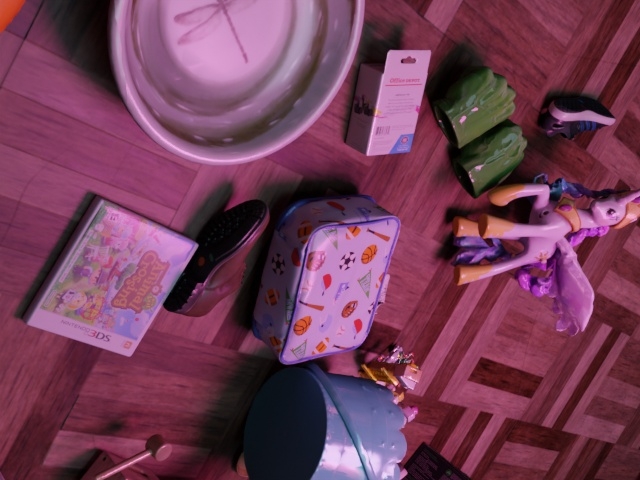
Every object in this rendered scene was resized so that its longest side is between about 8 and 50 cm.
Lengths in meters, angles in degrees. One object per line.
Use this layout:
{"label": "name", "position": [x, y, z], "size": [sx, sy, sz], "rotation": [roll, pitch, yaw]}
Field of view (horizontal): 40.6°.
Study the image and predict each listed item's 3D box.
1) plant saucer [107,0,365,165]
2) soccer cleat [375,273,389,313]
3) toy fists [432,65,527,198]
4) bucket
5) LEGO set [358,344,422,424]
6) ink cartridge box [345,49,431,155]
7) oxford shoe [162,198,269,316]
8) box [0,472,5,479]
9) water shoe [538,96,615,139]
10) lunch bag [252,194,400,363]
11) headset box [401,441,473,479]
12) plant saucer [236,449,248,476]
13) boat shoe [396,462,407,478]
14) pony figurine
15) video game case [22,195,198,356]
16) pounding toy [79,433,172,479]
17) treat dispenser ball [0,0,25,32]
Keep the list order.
{"label": "plant saucer", "position": [-0.120, -0.304, 1.184], "size": [0.400, 0.100, 0.401], "rotation": [-21, 127, -30]}
{"label": "soccer cleat", "position": [0.117, 0.105, 1.692], "size": [0.029, 0.035, 0.083], "rotation": [26, 97, -46]}
{"label": "toy fists", "position": [0.304, -0.209, 1.624], "size": [0.142, 0.096, 0.279], "rotation": [-33, 136, -4]}
{"label": "bucket", "position": [0.001, 0.364, 1.585], "size": [0.183, 0.281, 0.281], "rotation": [20, 101, -38]}
{"label": "LEGO set", "position": [0.161, 0.267, 1.762], "size": [0.107, 0.132, 0.287], "rotation": [-42, 158, -22]}
{"label": "ink cartridge box", "position": [0.114, -0.240, 1.457], "size": [0.104, 0.061, 0.181], "rotation": [-9, 121, -38]}
{"label": "oxford shoe", "position": [-0.153, 0.029, 1.382], "size": [0.227, 0.083, 0.096], "rotation": [-48, 140, 10]}
{"label": "box", "position": [-0.494, 0.426, 1.285], "size": [0.091, 0.130, 0.171], "rotation": [-24, 128, -28]}
{"label": "water shoe", "position": [0.539, -0.257, 1.831], "size": [0.203, 0.073, 0.080], "rotation": [0, 137, -37]}
{"label": "lunch bag", "position": [0.013, 0.070, 1.513], "size": [0.243, 0.115, 0.304], "rotation": [-9, 125, -41]}
{"label": "headset box", "position": [0.346, 0.647, 2.075], "size": [0.131, 0.246, 0.283], "rotation": [-50, 136, -5]}
{"label": "plant saucer", "position": [-0.132, 0.421, 1.685], "size": [0.083, 0.015, 0.084], "rotation": [-22, 127, -31]}
{"label": "boat shoe", "position": [0.032, 0.555, 1.873], "size": [0.335, 0.096, 0.112], "rotation": [-29, 167, -20]}
{"label": "pony figurine", "position": [0.451, 0.004, 1.750], "size": [0.363, 0.303, 0.351], "rotation": [-4, 148, -12]}
{"label": "video game case", "position": [-0.309, 0.060, 1.294], "size": [0.193, 0.023, 0.212], "rotation": [28, 95, -45]}
{"label": "pounding toy", "position": [-0.334, 0.396, 1.432], "size": [0.206, 0.094, 0.181], "rotation": [-51, 138, -4]}
{"label": "treat dispenser ball", "position": [-0.408, -0.300, 0.796], "size": [0.288, 0.288, 0.288], "rotation": [-21, 128, -31]}
